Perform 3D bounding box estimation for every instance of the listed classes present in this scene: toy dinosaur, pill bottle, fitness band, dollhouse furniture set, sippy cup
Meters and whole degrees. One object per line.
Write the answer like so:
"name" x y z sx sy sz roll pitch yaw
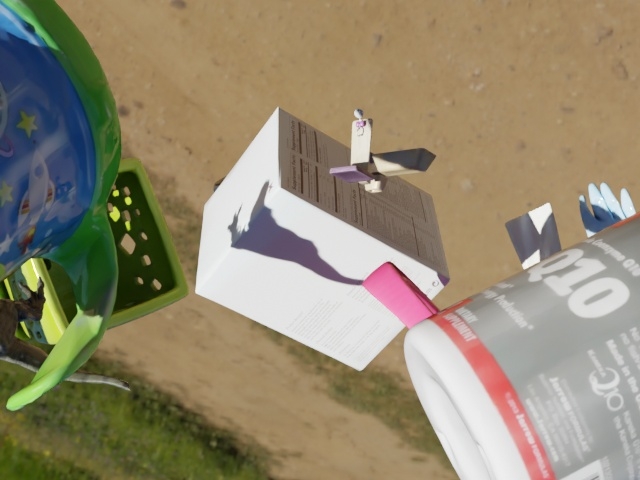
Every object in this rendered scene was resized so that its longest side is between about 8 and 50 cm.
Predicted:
"toy dinosaur" -0.313 0.078 0.904 0.268 0.118 0.064 22 112 -27
"pill bottle" 0.215 0.070 0.647 0.283 0.161 0.161 -26 148 -8
"fitness band" 0.155 0.136 1.068 0.054 0.209 0.291 -41 119 7
"dollhouse furniture set" 0.084 -0.107 1.067 0.114 0.081 0.091 -4 165 34
"sippy cup" -0.273 -0.035 0.569 0.306 0.224 0.240 21 128 5

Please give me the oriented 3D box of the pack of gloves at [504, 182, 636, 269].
"pack of gloves" 0.359 0.047 1.296 0.046 0.232 0.195 -6 163 -46

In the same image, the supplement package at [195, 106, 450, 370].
"supplement package" 0.000 0.000 1.277 0.263 0.198 0.199 28 121 -22

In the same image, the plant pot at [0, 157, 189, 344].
"plant pot" -0.367 0.027 1.405 0.227 0.228 0.207 -20 -178 -44

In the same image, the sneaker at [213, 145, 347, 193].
"sneaker" -0.034 -0.085 1.641 0.292 0.110 0.118 -13 103 18
